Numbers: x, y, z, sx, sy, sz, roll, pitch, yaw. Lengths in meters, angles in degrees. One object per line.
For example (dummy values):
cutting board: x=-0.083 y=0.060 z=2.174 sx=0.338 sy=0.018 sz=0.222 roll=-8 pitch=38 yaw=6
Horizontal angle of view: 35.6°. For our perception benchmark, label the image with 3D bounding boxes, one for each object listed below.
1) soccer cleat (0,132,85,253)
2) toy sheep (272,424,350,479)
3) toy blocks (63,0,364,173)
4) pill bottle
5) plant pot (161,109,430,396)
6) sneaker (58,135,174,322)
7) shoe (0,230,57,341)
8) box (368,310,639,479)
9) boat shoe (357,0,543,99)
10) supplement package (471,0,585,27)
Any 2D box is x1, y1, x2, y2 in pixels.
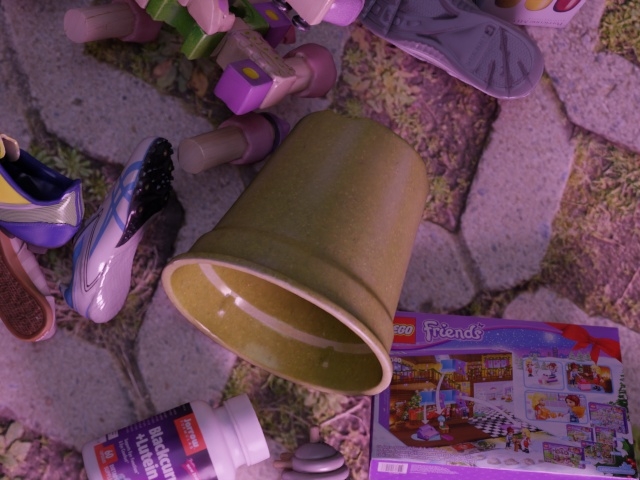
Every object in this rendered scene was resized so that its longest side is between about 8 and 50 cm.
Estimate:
soccer cleat: x=-0.392 y=-0.095 z=1.114 sx=0.289 sy=0.121 sz=0.093 roll=29 pitch=41 yaw=-1
toy sheep: x=-0.008 y=0.279 z=1.152 sx=0.091 sy=0.091 sz=0.132 roll=-5 pitch=97 yaw=-9
toy blocks: x=-0.082 y=-0.282 z=1.183 sx=0.288 sy=0.309 sz=0.260 roll=49 pitch=37 yaw=11
pill bottle: x=-0.161 y=0.245 z=1.127 sx=0.194 sy=0.108 sz=0.108 roll=-21 pitch=81 yaw=-11
plant pot: x=0.000 y=0.000 z=1.142 sx=0.276 sy=0.276 sz=0.254 roll=28 pitch=65 yaw=-1
sneaker: x=-0.239 y=-0.018 z=1.148 sx=0.086 sy=0.085 sz=0.237 roll=30 pitch=106 yaw=15
shoe: x=-0.379 y=0.027 z=1.179 sx=0.076 sy=0.058 sz=0.219 roll=-35 pitch=79 yaw=8
box: x=0.206 y=0.186 z=1.155 sx=0.293 sy=0.057 sz=0.201 roll=4 pitch=52 yaw=2
boat shoe: x=0.147 y=-0.288 z=1.302 sx=0.320 sy=0.103 sz=0.118 roll=33 pitch=95 yaw=6
supplement package: x=0.285 y=-0.383 z=1.256 sx=0.139 sy=0.244 sz=0.133 roll=3 pitch=76 yaw=-6
